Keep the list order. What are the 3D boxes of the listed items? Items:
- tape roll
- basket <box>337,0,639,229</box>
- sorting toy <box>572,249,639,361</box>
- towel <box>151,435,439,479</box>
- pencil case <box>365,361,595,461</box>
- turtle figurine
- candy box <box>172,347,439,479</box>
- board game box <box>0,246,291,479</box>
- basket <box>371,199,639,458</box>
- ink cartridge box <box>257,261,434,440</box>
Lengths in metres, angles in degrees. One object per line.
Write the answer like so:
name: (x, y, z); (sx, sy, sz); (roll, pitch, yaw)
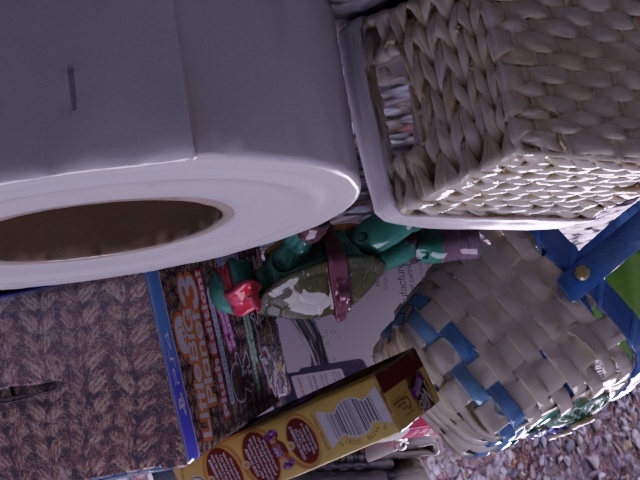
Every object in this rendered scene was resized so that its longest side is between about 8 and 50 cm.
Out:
tape roll: (-0.124, -0.050, 0.927); (0.286, 0.100, 0.286); (-8, 170, -1)
basket: (0.109, -0.074, 0.969); (0.167, 0.113, 0.103); (1, 162, -44)
sorting toy: (0.276, 0.047, 1.772); (0.365, 0.127, 0.126); (-25, -162, 21)
towel: (-0.043, 0.197, 2.040); (0.312, 0.056, 0.324); (2, -158, -11)
pencil case: (0.141, 0.137, 1.963); (0.160, 0.184, 0.410); (-17, 168, 37)
turtle figurine: (0.000, 0.000, 1.295); (0.234, 0.118, 0.175); (-13, 171, -9)
candy box: (-0.011, 0.149, 1.413); (0.186, 0.053, 0.109); (-27, 178, 20)
board game box: (-0.179, 0.095, 1.392); (0.232, 0.141, 0.291); (-12, -178, 14)
basket: (0.197, 0.047, 1.538); (0.289, 0.201, 0.255); (-43, 175, -12)
ink cartridge box: (-0.001, 0.106, 1.689); (0.237, 0.172, 0.100); (-7, 169, -7)
